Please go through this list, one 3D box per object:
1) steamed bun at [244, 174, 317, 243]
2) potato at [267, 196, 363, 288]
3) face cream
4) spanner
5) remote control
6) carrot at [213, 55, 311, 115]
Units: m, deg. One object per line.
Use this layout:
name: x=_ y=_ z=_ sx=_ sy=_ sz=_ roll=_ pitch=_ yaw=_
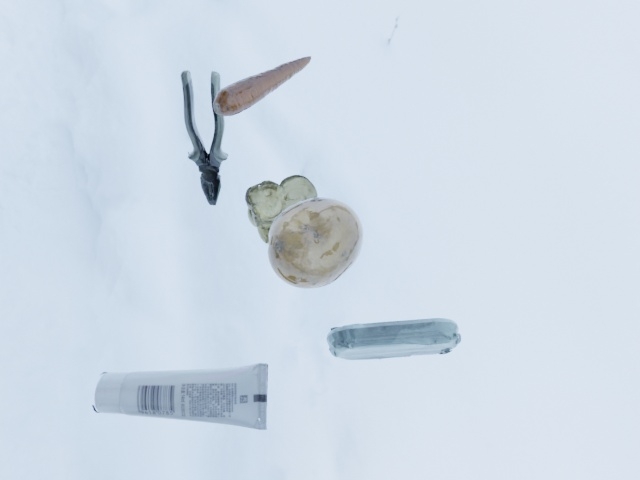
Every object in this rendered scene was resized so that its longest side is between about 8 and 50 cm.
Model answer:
steamed bun: x=-0.086 y=-0.064 z=1.205 sx=0.177 sy=0.106 sz=0.192 roll=-22 pitch=58 yaw=-14
potato: x=-0.001 y=0.002 z=0.590 sx=0.112 sy=0.112 sz=0.147 roll=49 pitch=40 yaw=-4
face cream: x=-0.194 y=0.216 z=0.673 sx=0.243 sy=0.058 sz=0.092 roll=0 pitch=89 yaw=5
spanner: x=-0.266 y=-0.228 z=1.112 sx=0.095 sy=0.325 sz=0.040 roll=1 pitch=33 yaw=-2
remote control: x=0.135 y=0.185 z=0.889 sx=0.247 sy=0.104 sz=0.052 roll=-5 pitch=58 yaw=2
carrot: x=-0.089 y=-0.267 z=0.802 sx=0.216 sy=0.048 sz=0.048 roll=-38 pitch=92 yaw=-27
